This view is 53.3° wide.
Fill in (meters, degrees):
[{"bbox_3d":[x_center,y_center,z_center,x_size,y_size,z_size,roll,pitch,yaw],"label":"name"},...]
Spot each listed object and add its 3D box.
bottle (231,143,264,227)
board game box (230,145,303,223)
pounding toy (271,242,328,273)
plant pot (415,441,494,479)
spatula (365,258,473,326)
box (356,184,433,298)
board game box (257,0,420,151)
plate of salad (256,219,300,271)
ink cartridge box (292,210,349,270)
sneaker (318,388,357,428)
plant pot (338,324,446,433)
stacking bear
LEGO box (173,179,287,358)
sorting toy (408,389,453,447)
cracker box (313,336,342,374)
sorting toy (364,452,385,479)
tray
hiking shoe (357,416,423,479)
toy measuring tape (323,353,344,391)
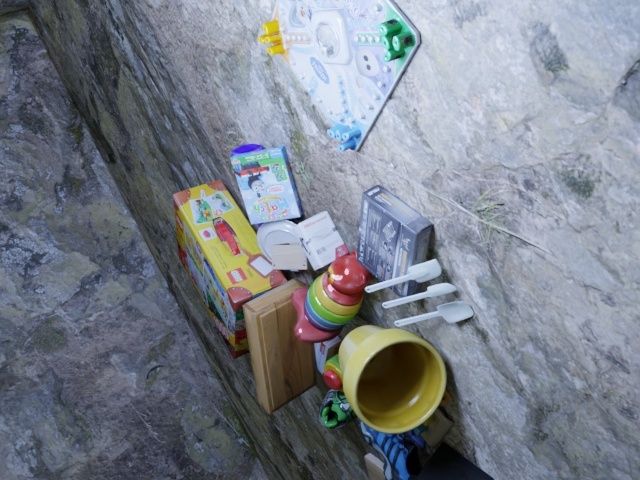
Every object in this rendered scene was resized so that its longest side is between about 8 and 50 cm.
[{"bbox_3d":[-0.187,-0.151,1.952,0.118,0.092,0.282,23,134,55],"label":"bottle"},{"bbox_3d":[-0.155,-0.158,1.851,0.160,0.039,0.211,-8,115,17],"label":"board game box"},{"bbox_3d":[-0.052,0.057,1.857,0.130,0.141,0.100,-1,93,23],"label":"pounding toy"},{"bbox_3d":[0.351,0.706,1.734,0.187,0.167,0.188,27,138,49],"label":"plant pot"},{"bbox_3d":[0.226,0.139,1.501,0.242,0.019,0.168,-25,112,46],"label":"spatula"},{"bbox_3d":[0.171,0.007,1.525,0.183,0.056,0.230,39,145,34],"label":"box"},{"bbox_3d":[0.014,-0.440,1.395,0.389,0.050,0.390,55,152,13],"label":"board game box"},{"bbox_3d":[-0.101,0.011,1.959,0.200,0.048,0.199,14,132,16],"label":"plate of salad"},{"bbox_3d":[0.000,0.000,1.763,0.135,0.099,0.056,62,153,1],"label":"ink cartridge box"},{"bbox_3d":[0.047,0.568,2.149,0.134,0.146,0.343,54,152,15],"label":"sneaker"},{"bbox_3d":[0.162,0.335,1.663,0.239,0.254,0.253,-147,36,-70],"label":"plant pot"},{"bbox_3d":[0.045,0.144,1.760,0.289,0.165,0.175,122,148,-48],"label":"stacking bear"},{"bbox_3d":[-0.325,0.100,2.239,0.500,0.193,0.372,54,153,31],"label":"LEGO box"},{"bbox_3d":[0.271,0.480,1.792,0.196,0.047,0.347,48,149,25],"label":"sorting toy"},{"bbox_3d":[-0.031,0.313,2.132,0.232,0.067,0.155,46,146,30],"label":"cracker box"},{"bbox_3d":[0.277,0.823,2.048,0.257,0.089,0.255,21,132,52],"label":"sorting toy"},{"bbox_3d":[-0.119,0.339,2.016,0.076,0.203,0.410,31,136,42],"label":"tray"},{"bbox_3d":[0.222,0.594,1.887,0.132,0.113,0.303,-28,90,38],"label":"hiking shoe"},{"bbox_3d":[0.098,0.404,1.955,0.330,0.121,0.121,-20,97,59],"label":"toy measuring tape"}]
